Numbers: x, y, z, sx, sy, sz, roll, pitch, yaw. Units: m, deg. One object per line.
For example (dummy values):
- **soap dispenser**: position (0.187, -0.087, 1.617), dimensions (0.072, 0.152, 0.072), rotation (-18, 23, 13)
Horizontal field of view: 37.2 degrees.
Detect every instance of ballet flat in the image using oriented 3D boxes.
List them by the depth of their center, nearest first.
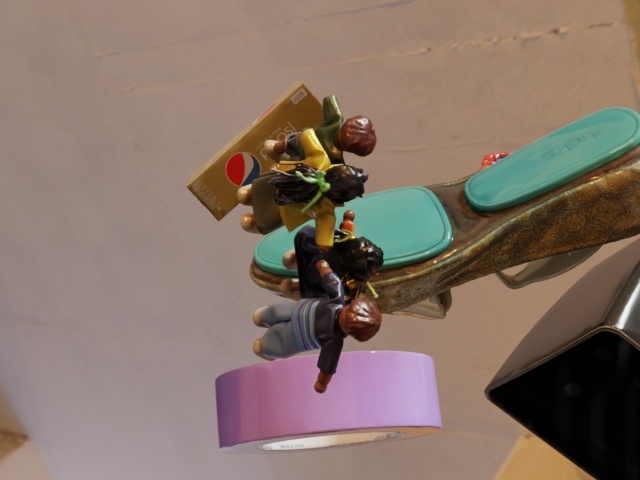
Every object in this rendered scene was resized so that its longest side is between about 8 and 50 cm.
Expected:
- **ballet flat**: position (0.118, 0.002, 0.785), dimensions (0.348, 0.123, 0.123), rotation (-20, -69, 5)

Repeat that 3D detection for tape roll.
- **tape roll**: position (0.009, 0.205, 1.177), dimensions (0.274, 0.274, 0.090), rotation (-24, -113, 46)

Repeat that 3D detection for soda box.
- **soda box**: position (-0.072, -0.107, 1.117), dimensions (0.181, 0.061, 0.058), rotation (-40, -76, 5)

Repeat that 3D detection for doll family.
- **doll family**: position (0.000, 0.000, 0.627), dimensions (0.111, 0.076, 0.193), rotation (-12, -93, 45)

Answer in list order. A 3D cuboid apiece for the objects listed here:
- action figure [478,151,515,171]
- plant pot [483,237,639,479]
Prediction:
- **action figure**: position (0.204, -0.081, 1.054), dimensions (0.030, 0.115, 0.038), rotation (24, -67, 33)
- **plant pot**: position (0.288, 0.097, 0.806), dimensions (0.188, 0.167, 0.187), rotation (37, -32, -2)
